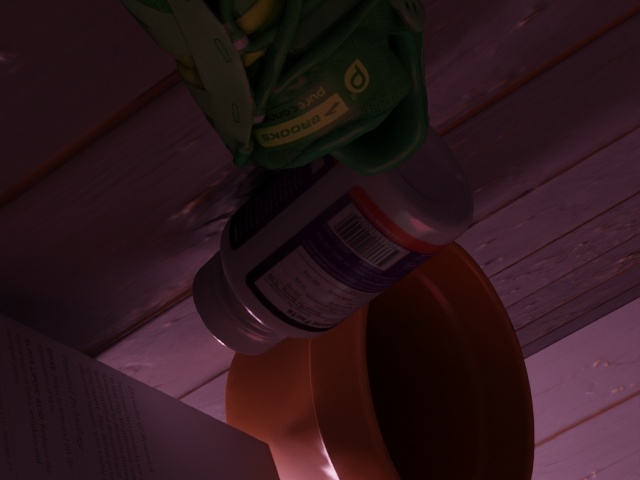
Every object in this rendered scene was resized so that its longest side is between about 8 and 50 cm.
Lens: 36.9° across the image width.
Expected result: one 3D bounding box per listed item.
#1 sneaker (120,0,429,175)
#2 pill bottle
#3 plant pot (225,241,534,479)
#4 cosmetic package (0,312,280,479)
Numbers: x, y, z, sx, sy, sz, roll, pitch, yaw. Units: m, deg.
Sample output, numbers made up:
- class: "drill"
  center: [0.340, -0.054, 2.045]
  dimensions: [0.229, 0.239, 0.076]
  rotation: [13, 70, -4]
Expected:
- class: "sneaker"
  center: [-0.017, -0.096, 0.338]
  dimensions: [0.109, 0.123, 0.295]
  rotation: [-32, 161, 17]
- class: "pill bottle"
  center: [0.000, 0.000, 0.655]
  dimensions: [0.193, 0.108, 0.108]
  rotation: [-38, 159, 33]
- class: "plant pot"
  center: [0.048, 0.155, 0.924]
  dimensions: [0.203, 0.291, 0.291]
  rotation: [-19, 169, 36]
- class: "cosmetic package"
  center: [-0.198, 0.208, 0.685]
  dimensions: [0.217, 0.156, 0.385]
  rotation: [-33, 143, 12]
